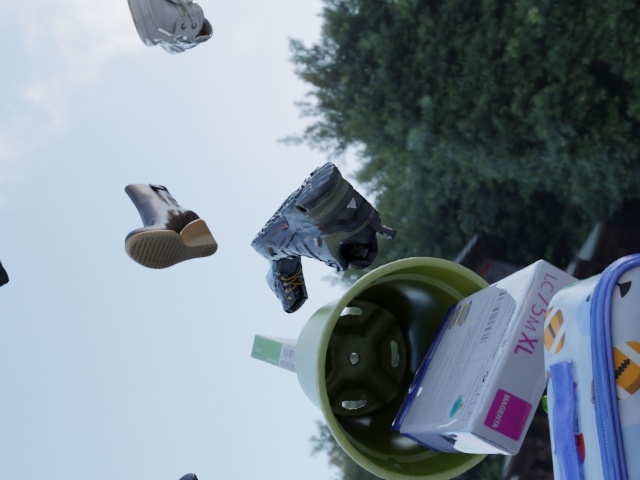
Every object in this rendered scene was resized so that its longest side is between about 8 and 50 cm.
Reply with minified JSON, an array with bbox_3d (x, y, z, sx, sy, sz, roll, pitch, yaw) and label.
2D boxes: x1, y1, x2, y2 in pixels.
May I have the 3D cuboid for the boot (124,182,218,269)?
[{"bbox_3d":[-0.342,-0.038,1.767,0.248,0.207,0.090,0,-52,-56],"label":"boot"}]

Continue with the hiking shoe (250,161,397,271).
[{"bbox_3d":[0.000,0.000,0.954,0.086,0.114,0.227,-51,5,-19],"label":"hiking shoe"}]

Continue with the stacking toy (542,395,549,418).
[{"bbox_3d":[0.313,0.276,0.904,0.052,0.221,0.167,-49,16,33],"label":"stacking toy"}]

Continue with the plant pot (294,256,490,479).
[{"bbox_3d":[0.085,0.164,1.184,0.276,0.254,0.276,1,-93,-19],"label":"plant pot"}]

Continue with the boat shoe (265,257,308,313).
[{"bbox_3d":[-0.052,0.064,1.577,0.065,0.083,0.183,-25,-20,-17],"label":"boat shoe"}]

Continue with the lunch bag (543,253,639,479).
[{"bbox_3d":[0.264,0.160,0.571,0.115,0.243,0.303,133,137,-68],"label":"lunch bag"}]

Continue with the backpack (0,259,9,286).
[{"bbox_3d":[-0.688,0.069,1.252,0.355,0.290,0.273,-44,-19,3],"label":"backpack"}]

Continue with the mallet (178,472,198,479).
[{"bbox_3d":[-0.074,0.263,0.693,0.062,0.039,0.189,-42,-60,-19],"label":"mallet"}]

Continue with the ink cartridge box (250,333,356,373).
[{"bbox_3d":[0.002,0.236,1.791,0.235,0.171,0.056,12,-92,-39],"label":"ink cartridge box"}]

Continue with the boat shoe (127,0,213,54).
[{"bbox_3d":[-0.239,-0.368,1.438,0.277,0.096,0.098,-45,-57,-81],"label":"boat shoe"}]

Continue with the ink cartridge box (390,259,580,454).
[{"bbox_3d":[0.172,0.141,0.974,0.185,0.065,0.311,-63,5,-16],"label":"ink cartridge box"}]
